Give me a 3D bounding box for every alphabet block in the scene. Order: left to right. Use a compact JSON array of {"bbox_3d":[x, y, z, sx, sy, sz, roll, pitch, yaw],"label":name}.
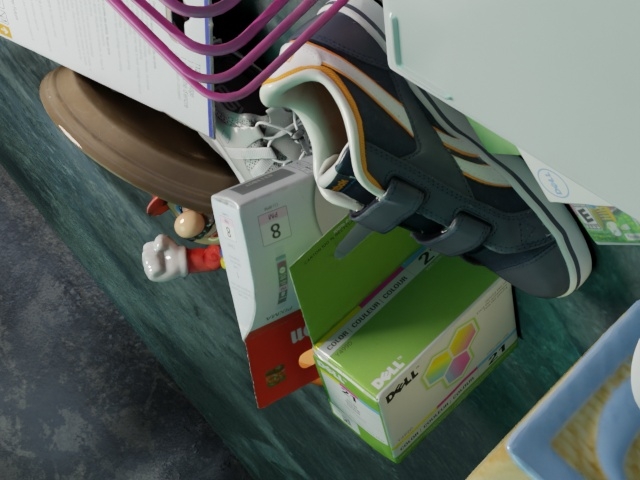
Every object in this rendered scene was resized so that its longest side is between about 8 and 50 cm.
[{"bbox_3d":[0.261,0.198,0.965,0.193,0.192,0.197,45,160,13],"label":"alphabet block"}]

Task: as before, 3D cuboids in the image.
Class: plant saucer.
[{"bbox_3d":[-0.178,-0.125,1.275,0.278,0.041,0.278,28,-158,-12],"label":"plant saucer"}]

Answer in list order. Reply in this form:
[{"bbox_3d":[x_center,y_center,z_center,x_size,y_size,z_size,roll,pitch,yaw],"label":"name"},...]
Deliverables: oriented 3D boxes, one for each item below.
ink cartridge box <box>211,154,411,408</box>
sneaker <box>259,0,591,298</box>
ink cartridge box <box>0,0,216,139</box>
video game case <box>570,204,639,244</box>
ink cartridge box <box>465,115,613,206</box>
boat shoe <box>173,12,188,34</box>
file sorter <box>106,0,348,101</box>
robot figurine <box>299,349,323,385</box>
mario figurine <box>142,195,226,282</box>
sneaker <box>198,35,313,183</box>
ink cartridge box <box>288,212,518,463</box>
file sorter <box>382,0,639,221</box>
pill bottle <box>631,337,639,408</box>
[{"bbox_3d":[0.008,0.033,1.084,0.066,0.189,0.232,19,127,53],"label":"ink cartridge box"},{"bbox_3d":[0.081,-0.049,0.955,0.321,0.127,0.126,46,158,-2],"label":"sneaker"},{"bbox_3d":[-0.217,-0.280,1.110,0.307,0.072,0.303,24,142,16],"label":"ink cartridge box"},{"bbox_3d":[0.212,-0.073,0.775,0.193,0.023,0.212,53,161,-16],"label":"video game case"},{"bbox_3d":[0.132,-0.105,0.767,0.171,0.056,0.235,55,158,-23],"label":"ink cartridge box"},{"bbox_3d":[-0.165,-0.225,1.266,0.137,0.043,0.049,54,162,-16],"label":"boat shoe"},{"bbox_3d":[-0.077,-0.234,0.744,0.202,0.182,0.291,45,174,6],"label":"file sorter"},{"bbox_3d":[0.052,0.113,1.295,0.219,0.158,0.128,7,171,29],"label":"robot figurine"},{"bbox_3d":[-0.103,0.016,1.401,0.320,0.198,0.170,45,174,-6],"label":"mario figurine"},{"bbox_3d":[-0.043,-0.093,1.169,0.281,0.105,0.115,42,158,12],"label":"sneaker"},{"bbox_3d":[0.085,0.066,1.077,0.097,0.189,0.255,36,158,33],"label":"ink cartridge box"},{"bbox_3d":[0.182,-0.127,0.496,0.277,0.173,0.193,37,158,28],"label":"file sorter"},{"bbox_3d":[0.324,0.109,0.708,0.264,0.146,0.146,17,146,55],"label":"pill bottle"}]
